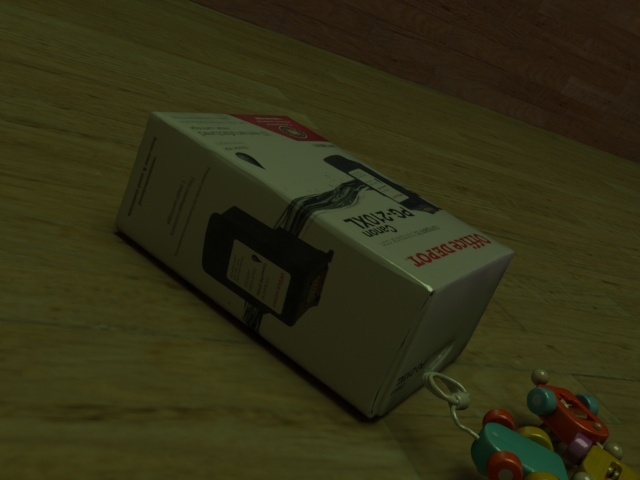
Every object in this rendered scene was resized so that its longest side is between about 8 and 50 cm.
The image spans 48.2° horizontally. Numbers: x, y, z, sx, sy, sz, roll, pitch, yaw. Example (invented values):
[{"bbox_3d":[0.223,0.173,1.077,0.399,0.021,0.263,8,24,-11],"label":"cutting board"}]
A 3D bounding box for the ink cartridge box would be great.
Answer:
[{"bbox_3d":[0.000,0.000,0.528,0.237,0.100,0.172,33,23,23],"label":"ink cartridge box"}]

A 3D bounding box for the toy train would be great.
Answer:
[{"bbox_3d":[0.133,0.130,0.446,0.166,0.046,0.125,13,22,-36],"label":"toy train"}]
